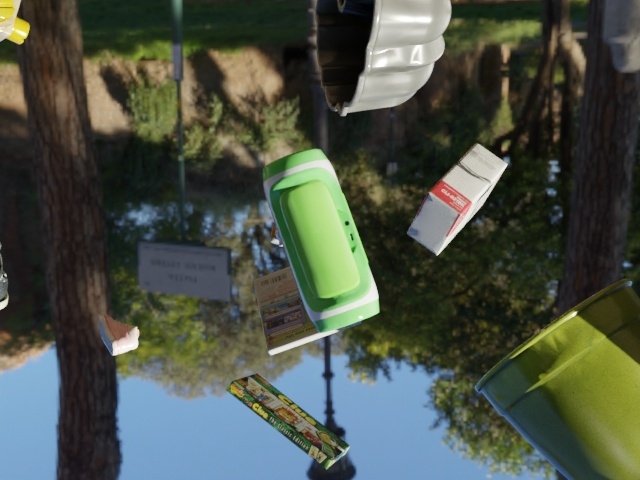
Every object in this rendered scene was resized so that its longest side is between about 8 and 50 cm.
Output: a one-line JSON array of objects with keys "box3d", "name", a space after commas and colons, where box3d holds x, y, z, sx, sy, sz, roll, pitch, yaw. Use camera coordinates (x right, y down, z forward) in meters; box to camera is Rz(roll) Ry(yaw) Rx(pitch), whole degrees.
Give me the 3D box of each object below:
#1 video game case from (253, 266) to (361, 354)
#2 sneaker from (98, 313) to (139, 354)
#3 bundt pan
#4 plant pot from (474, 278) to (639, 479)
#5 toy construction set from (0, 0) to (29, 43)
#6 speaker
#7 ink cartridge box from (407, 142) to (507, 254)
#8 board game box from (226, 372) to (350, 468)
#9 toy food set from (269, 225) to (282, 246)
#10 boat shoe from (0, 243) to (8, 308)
[{"box3d": [-0.033, 0.133, 1.700, 0.212, 0.023, 0.193, -20, -127, 7], "name": "video game case"}, {"box3d": [-0.436, 0.200, 1.679, 0.070, 0.051, 0.134, -12, -149, -27], "name": "sneaker"}, {"box3d": [0.087, -0.335, 1.047, 0.124, 0.331, 0.331, -1, -169, -12], "name": "bundt pan"}, {"box3d": [0.544, 0.322, 1.453, 0.366, 0.366, 0.353, -11, -121, -45], "name": "plant pot"}, {"box3d": [-0.481, -0.354, 1.119, 0.309, 0.257, 0.237, -32, 150, 31], "name": "toy construction set"}, {"box3d": [0.000, 0.000, 1.313, 0.131, 0.296, 0.131, -19, 177, -1], "name": "speaker"}, {"box3d": [0.385, -0.118, 2.174, 0.114, 0.197, 0.273, 37, -126, 12], "name": "ink cartridge box"}, {"box3d": [-0.064, 0.367, 1.593, 0.259, 0.030, 0.136, 35, -175, 15], "name": "board game box"}, {"box3d": [-0.047, 0.008, 1.905, 0.111, 0.104, 0.232, 16, 163, -30], "name": "toy food set"}, {"box3d": [-0.484, 0.031, 1.041, 0.127, 0.113, 0.340, 17, -177, -11], "name": "boat shoe"}]
